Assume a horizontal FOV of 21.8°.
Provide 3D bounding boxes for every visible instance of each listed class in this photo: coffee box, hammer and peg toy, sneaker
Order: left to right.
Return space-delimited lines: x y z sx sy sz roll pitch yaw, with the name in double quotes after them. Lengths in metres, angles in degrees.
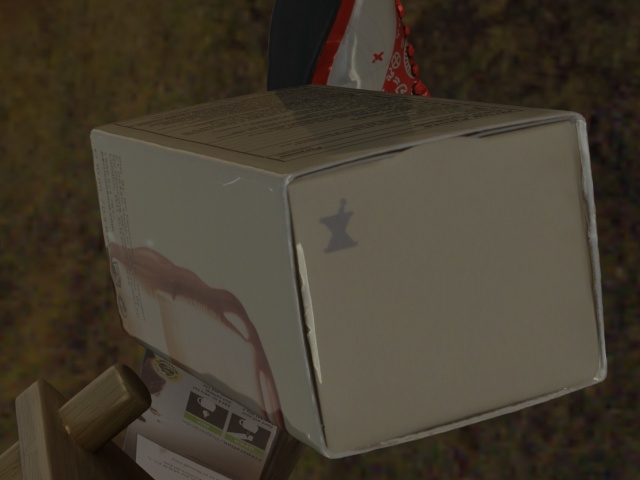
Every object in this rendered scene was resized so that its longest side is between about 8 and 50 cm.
-0.077 0.256 0.980 0.127 0.266 0.361 -39 29 7 "hammer and peg toy"
-0.065 0.117 1.299 0.168 0.118 0.297 -58 -8 -39 "coffee box"
0.042 -0.104 1.153 0.090 0.145 0.270 28 111 57 "sneaker"

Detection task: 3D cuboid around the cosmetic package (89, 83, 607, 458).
0.000 0.000 0.838 0.296 0.153 0.129 -162 62 -67 "cosmetic package"
